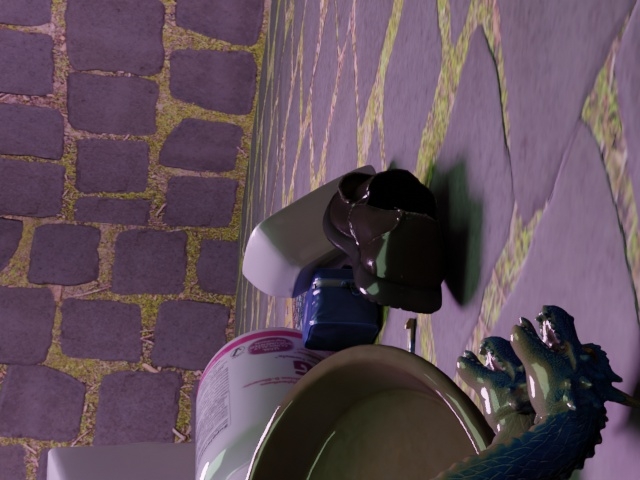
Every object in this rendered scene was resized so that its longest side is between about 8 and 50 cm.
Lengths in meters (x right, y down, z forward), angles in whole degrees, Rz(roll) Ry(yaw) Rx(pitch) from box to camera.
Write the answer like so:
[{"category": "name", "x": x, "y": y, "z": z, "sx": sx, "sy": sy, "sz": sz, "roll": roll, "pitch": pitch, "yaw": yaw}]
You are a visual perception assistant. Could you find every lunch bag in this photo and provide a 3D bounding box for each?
[{"category": "lunch bag", "x": 0.019, "y": 0.060, "z": 1.230, "sx": 0.098, "sy": 0.067, "sz": 0.065, "roll": 111, "pitch": 162, "yaw": -65}]

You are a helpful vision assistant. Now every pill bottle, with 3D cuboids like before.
[{"category": "pill bottle", "x": -0.035, "y": 0.205, "z": 1.201, "sx": 0.283, "sy": 0.160, "sz": 0.160, "roll": -104, "pitch": 20, "yaw": -69}]

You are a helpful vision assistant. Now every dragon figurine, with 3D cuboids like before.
[{"category": "dragon figurine", "x": 0.083, "y": 0.158, "z": 0.496, "sx": 0.085, "sy": 0.144, "sz": 0.289, "roll": 95, "pitch": 161, "yaw": -58}]

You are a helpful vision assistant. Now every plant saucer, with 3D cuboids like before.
[{"category": "plant saucer", "x": 0.032, "y": 0.198, "z": 0.731, "sx": 0.278, "sy": 0.041, "sz": 0.278, "roll": -19, "pitch": 67, "yaw": 55}]

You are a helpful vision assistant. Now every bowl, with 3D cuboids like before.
[{"category": "bowl", "x": 0.000, "y": 0.000, "z": 1.247, "sx": 0.053, "sy": 0.142, "sz": 0.142, "roll": 55, "pitch": 160, "yaw": 14}]

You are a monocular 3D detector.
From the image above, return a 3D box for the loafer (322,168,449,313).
[{"category": "loafer", "x": 0.058, "y": -0.016, "z": 0.968, "sx": 0.220, "sy": 0.080, "sz": 0.078, "roll": -118, "pitch": 43, "yaw": -69}]

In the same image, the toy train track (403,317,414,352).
[{"category": "toy train track", "x": 0.065, "y": 0.103, "z": 1.038, "sx": 0.048, "sy": 0.014, "sz": 0.083, "roll": 146, "pitch": 129, "yaw": -81}]

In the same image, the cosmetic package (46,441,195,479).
[{"category": "cosmetic package", "x": -0.139, "y": 0.364, "z": 1.321, "sx": 0.453, "sy": 0.230, "sz": 0.162, "roll": -140, "pitch": 53, "yaw": -67}]

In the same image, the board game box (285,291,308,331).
[{"category": "board game box", "x": -0.013, "y": 0.131, "z": 1.580, "sx": 0.243, "sy": 0.042, "sz": 0.165, "roll": 122, "pitch": 152, "yaw": -76}]
